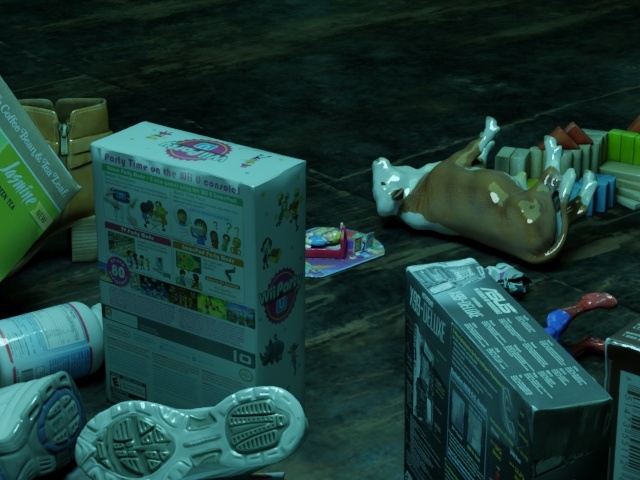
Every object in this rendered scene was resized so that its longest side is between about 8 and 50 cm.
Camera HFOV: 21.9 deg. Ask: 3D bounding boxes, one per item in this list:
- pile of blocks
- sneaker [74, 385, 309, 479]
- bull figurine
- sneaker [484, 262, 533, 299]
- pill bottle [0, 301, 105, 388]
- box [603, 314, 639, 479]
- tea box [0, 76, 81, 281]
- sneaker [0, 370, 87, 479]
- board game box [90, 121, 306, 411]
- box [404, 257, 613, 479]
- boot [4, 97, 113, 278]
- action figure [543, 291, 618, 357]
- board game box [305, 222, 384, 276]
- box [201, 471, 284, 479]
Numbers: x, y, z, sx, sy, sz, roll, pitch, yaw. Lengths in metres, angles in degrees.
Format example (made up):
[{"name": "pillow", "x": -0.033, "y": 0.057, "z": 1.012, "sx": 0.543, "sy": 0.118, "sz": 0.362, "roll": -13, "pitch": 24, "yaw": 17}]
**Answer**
[{"name": "pile of blocks", "x": 0.395, "y": -0.113, "z": 2.369, "sx": 0.362, "sy": 0.113, "sz": 0.149, "roll": -16, "pitch": 27, "yaw": -31}, {"name": "sneaker", "x": -0.117, "y": 0.201, "z": 1.586, "sx": 0.232, "sy": 0.090, "sz": 0.115, "roll": -6, "pitch": -17, "yaw": 12}, {"name": "bull figurine", "x": 0.219, "y": -0.067, "z": 2.237, "sx": 0.310, "sy": 0.101, "sz": 0.188, "roll": 25, "pitch": 72, "yaw": 33}, {"name": "sneaker", "x": 0.226, "y": 0.056, "z": 2.063, "sx": 0.098, "sy": 0.038, "sz": 0.069, "roll": -21, "pitch": 29, "yaw": -39}, {"name": "pill bottle", "x": -0.301, "y": 0.118, "z": 1.863, "sx": 0.160, "sy": 0.087, "sz": 0.087, "roll": -14, "pitch": 26, "yaw": -30}, {"name": "box", "x": 0.433, "y": 0.131, "z": 1.686, "sx": 0.143, "sy": 0.191, "sz": 0.381, "roll": 18, "pitch": 28, "yaw": 36}, {"name": "tea box", "x": -0.528, "y": -0.055, "z": 1.950, "sx": 0.329, "sy": 0.220, "sz": 0.323, "roll": 21, "pitch": 64, "yaw": 39}, {"name": "sneaker", "x": -0.348, "y": 0.226, "z": 1.624, "sx": 0.129, "sy": 0.111, "sz": 0.297, "roll": -7, "pitch": 14, "yaw": 26}, {"name": "board game box", "x": -0.126, "y": 0.048, "z": 1.747, "sx": 0.224, "sy": 0.303, "sz": 0.097, "roll": 16, "pitch": 28, "yaw": 33}, {"name": "box", "x": 0.159, "y": 0.185, "z": 1.498, "sx": 0.076, "sy": 0.242, "sz": 0.307, "roll": -7, "pitch": 23, "yaw": -16}, {"name": "boot", "x": -0.394, "y": -0.069, "z": 2.138, "sx": 0.283, "sy": 0.220, "sz": 0.109, "roll": -7, "pitch": 24, "yaw": -15}, {"name": "action figure", "x": 0.257, "y": 0.137, "z": 1.798, "sx": 0.280, "sy": 0.091, "sz": 0.139, "roll": -21, "pitch": 21, "yaw": -40}, {"name": "board game box", "x": 0.000, "y": 0.000, "z": 2.209, "sx": 0.168, "sy": 0.033, "sz": 0.133, "roll": -19, "pitch": 29, "yaw": -37}, {"name": "box", "x": -0.101, "y": 0.259, "z": 1.532, "sx": 0.145, "sy": 0.038, "sz": 0.186, "roll": -2, "pitch": 10, "yaw": -3}]
